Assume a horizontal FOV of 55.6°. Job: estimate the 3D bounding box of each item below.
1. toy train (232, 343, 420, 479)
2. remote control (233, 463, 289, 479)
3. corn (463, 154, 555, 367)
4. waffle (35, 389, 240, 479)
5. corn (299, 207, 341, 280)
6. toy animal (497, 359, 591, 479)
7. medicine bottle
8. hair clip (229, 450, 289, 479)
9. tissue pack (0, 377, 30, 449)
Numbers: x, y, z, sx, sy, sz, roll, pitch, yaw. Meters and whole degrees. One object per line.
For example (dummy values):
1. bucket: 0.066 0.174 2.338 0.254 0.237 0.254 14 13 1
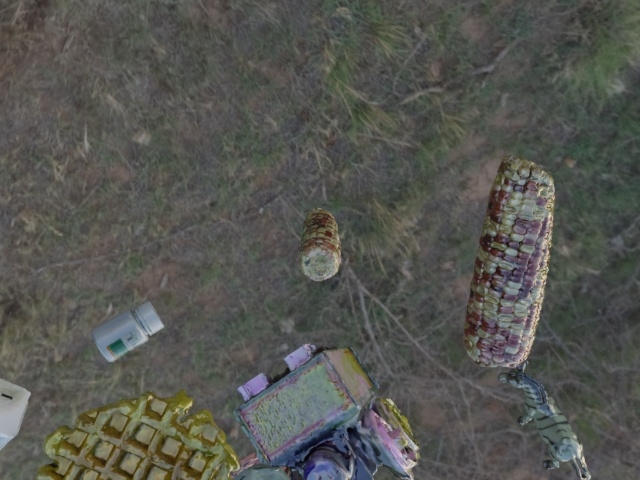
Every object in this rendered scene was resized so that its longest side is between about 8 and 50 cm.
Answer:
1. toy train: 0.019 0.212 0.696 0.134 0.177 0.261 -34 167 3
2. remote control: -0.030 0.419 0.853 0.104 0.247 0.052 -34 160 -42
3. corn: 0.251 0.032 0.806 0.098 0.098 0.290 -1 106 -18
4. waffle: -0.279 0.393 0.928 0.325 0.302 0.068 -21 166 -2
5. corn: 0.000 0.000 1.280 0.086 0.253 0.086 0 114 0
6. toy animal: 0.418 0.334 1.117 0.073 0.217 0.176 -28 143 -4
7. medicine bottle: -0.397 0.186 1.259 0.130 0.080 0.080 -30 130 -13
8. hair clip: -0.092 0.373 1.064 0.102 0.138 0.123 24 158 4
9. tissue pack: -0.534 0.282 0.916 0.106 0.099 0.148 36 113 -28
